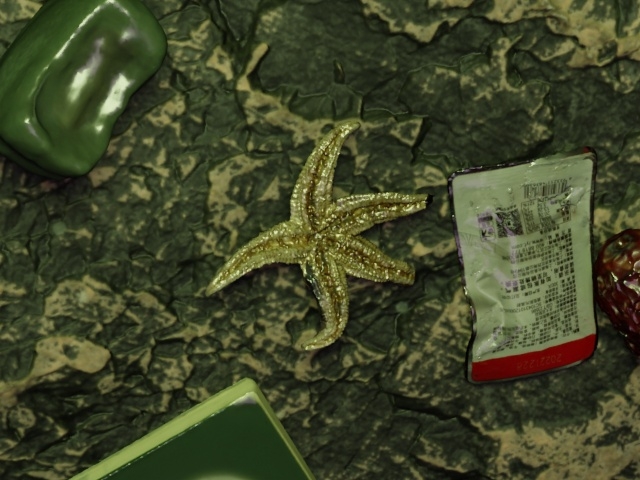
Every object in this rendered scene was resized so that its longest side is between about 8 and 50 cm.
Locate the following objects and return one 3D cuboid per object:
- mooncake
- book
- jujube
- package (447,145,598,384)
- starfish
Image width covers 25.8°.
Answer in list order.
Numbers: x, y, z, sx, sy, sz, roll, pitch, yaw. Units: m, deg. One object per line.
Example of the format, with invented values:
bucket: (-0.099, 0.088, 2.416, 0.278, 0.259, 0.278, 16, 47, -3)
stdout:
mooncake: (-0.206, -0.135, 1.178, 0.104, 0.168, 0.175, 38, 111, -23)
book: (-0.168, 0.329, 1.410, 0.371, 0.043, 0.260, -30, 115, -2)
jujube: (0.337, 0.064, 1.407, 0.104, 0.104, 0.166, -38, 115, 0)
package: (0.210, 0.029, 1.407, 0.154, 0.030, 0.239, -11, 110, -11)
starfish: (-0.002, -0.001, 1.333, 0.238, 0.057, 0.213, -12, 103, -14)
